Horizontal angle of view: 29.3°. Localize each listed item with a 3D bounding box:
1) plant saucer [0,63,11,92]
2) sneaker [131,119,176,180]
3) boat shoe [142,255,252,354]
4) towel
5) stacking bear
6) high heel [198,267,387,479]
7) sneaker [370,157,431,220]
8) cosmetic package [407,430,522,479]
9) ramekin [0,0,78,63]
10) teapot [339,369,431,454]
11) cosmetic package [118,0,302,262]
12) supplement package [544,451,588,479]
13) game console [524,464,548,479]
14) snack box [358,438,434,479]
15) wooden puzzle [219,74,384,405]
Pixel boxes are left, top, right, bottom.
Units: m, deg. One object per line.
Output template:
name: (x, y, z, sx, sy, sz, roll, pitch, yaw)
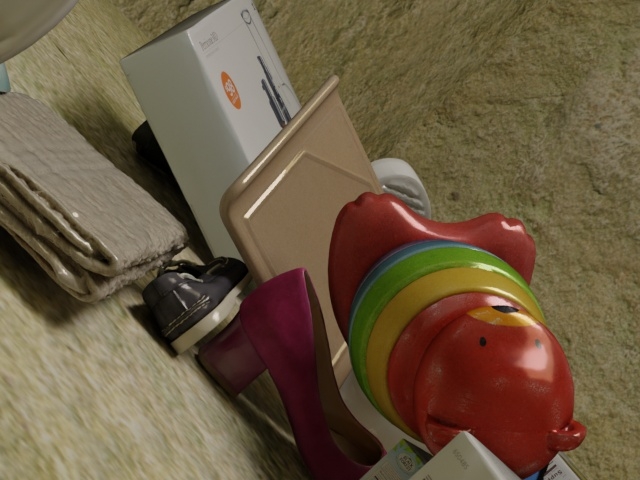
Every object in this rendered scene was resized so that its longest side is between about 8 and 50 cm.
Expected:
plant saucer: (-0.311, -0.177, 0.917, 0.195, 0.037, 0.195, 32, 5, -3)
sneaker: (-0.140, -0.088, 1.616, 0.162, 0.106, 0.281, 51, 5, 11)
boat shoe: (-0.107, 0.036, 1.043, 0.065, 0.075, 0.206, 50, 9, -7)
towel: (-0.195, -0.038, 0.899, 0.187, 0.049, 0.282, 42, 6, 1)
stacking bear: (0.104, 0.082, 0.912, 0.176, 0.164, 0.289, 10, 13, -10)
high heel: (0.020, 0.132, 1.027, 0.244, 0.117, 0.082, 46, 19, -10)
sneaker: (0.031, -0.005, 1.497, 0.366, 0.135, 0.150, 107, -34, -53)
cosmetic package: (0.113, 0.248, 0.750, 0.184, 0.151, 0.151, 42, 7, -37)
ramekin: (-0.259, -0.221, 0.759, 0.273, 0.273, 0.127, 47, -8, -6)
teapot: (0.076, 0.114, 1.341, 0.252, 0.187, 0.256, 42, 6, -48)
cosmetic package: (-0.100, -0.141, 1.504, 0.284, 0.097, 0.377, 63, 14, -14)
supplement package: (0.287, 0.346, 1.611, 0.244, 0.134, 0.139, 50, 6, 35)
game console: (0.187, 0.199, 1.033, 0.124, 0.085, 0.144, 49, 2, 42)
snack box: (0.063, 0.210, 0.933, 0.037, 0.100, 0.141, 50, 5, 33)
wooden puzzle: (0.000, 0.000, 1.118, 0.221, 0.044, 0.238, -53, 129, -46)
